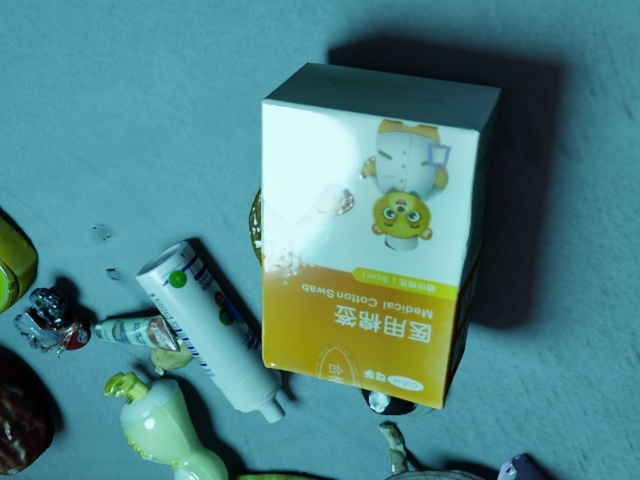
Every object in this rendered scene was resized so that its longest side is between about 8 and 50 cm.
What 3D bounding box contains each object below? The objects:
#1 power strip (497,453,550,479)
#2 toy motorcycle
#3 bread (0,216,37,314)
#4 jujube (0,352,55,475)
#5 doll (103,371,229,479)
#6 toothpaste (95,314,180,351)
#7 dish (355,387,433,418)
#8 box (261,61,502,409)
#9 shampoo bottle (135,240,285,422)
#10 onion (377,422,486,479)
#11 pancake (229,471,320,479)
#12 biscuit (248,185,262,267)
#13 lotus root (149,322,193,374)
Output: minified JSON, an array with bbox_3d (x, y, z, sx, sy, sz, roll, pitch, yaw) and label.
[{"bbox_3d":[0.332,0.410,1.060,0.279,0.109,0.037,45,129,-5],"label":"power strip"},{"bbox_3d":[-0.457,0.147,1.362,0.122,0.082,0.213,46,144,-7],"label":"toy motorcycle"},{"bbox_3d":[-0.593,0.027,1.338,0.236,0.070,0.236,11,130,14],"label":"bread"},{"bbox_3d":[-0.617,0.323,1.504,0.183,0.183,0.243,-19,111,38],"label":"jujube"},{"bbox_3d":[-0.246,0.341,1.327,0.141,0.117,0.296,-20,101,52],"label":"doll"},{"bbox_3d":[-0.286,0.141,1.240,0.239,0.039,0.062,-6,112,51],"label":"toothpaste"},{"bbox_3d":[0.092,0.201,1.075,0.141,0.078,0.141,15,127,21],"label":"dish"},{"bbox_3d":[0.059,-0.002,0.875,0.225,0.143,0.341,11,122,16],"label":"box"},{"bbox_3d":[-0.145,0.147,1.166,0.092,0.092,0.303,-23,108,39],"label":"shampoo bottle"},{"bbox_3d":[0.157,0.462,1.128,0.256,0.272,0.230,15,139,14],"label":"onion"},{"bbox_3d":[-0.013,0.519,1.353,0.427,0.067,0.304,24,124,14],"label":"pancake"},{"bbox_3d":[0.000,0.000,1.016,0.212,0.036,0.212,14,125,21],"label":"biscuit"},{"bbox_3d":[-0.231,0.167,1.251,0.072,0.063,0.152,35,129,-9],"label":"lotus root"}]
